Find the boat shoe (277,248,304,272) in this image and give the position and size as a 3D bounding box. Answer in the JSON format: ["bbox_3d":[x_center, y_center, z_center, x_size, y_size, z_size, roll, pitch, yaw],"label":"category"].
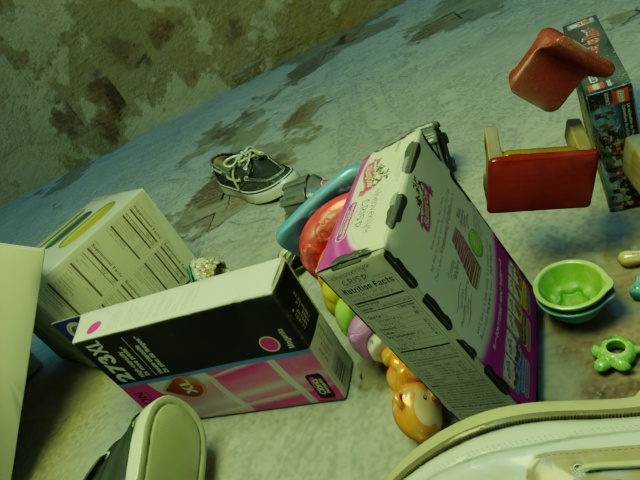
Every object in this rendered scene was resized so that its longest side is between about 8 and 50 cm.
[{"bbox_3d":[0.000,0.000,0.809,0.152,0.056,0.049,-43,36,-3],"label":"boat shoe"}]

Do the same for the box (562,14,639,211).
[{"bbox_3d":[0.359,-0.169,0.629,0.044,0.159,0.233,-13,34,28],"label":"box"}]

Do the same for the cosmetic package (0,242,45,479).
[{"bbox_3d":[-0.538,0.193,0.739,0.284,0.097,0.377,-2,80,38],"label":"cosmetic package"}]

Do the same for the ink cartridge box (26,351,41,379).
[{"bbox_3d":[-0.721,0.201,0.808,0.091,0.385,0.308,-2,40,39],"label":"ink cartridge box"}]

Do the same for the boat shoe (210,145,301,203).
[{"bbox_3d":[-0.163,-0.165,1.147,0.113,0.105,0.306,-42,31,-19],"label":"boat shoe"}]

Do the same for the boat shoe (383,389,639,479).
[{"bbox_3d":[0.178,0.173,0.320,0.302,0.113,0.103,-23,25,12],"label":"boat shoe"}]

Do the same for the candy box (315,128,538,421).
[{"bbox_3d":[0.113,0.040,0.448,0.071,0.233,0.159,-23,29,38],"label":"candy box"}]

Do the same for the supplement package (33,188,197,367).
[{"bbox_3d":[-0.411,0.066,0.923,0.199,0.198,0.263,-3,39,40],"label":"supplement package"}]

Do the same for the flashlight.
[{"bbox_3d":[0.073,-0.111,0.863,0.304,0.103,0.103,-14,7,29],"label":"flashlight"}]

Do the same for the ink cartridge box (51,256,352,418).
[{"bbox_3d":[-0.163,0.142,0.609,0.371,0.176,0.069,-15,34,26],"label":"ink cartridge box"}]

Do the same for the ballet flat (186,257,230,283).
[{"bbox_3d":[-0.167,0.089,0.795,0.077,0.091,0.241,-13,30,-14],"label":"ballet flat"}]

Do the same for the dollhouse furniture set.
[{"bbox_3d":[0.342,-0.112,0.427,0.374,0.201,0.152,-4,35,12],"label":"dollhouse furniture set"}]

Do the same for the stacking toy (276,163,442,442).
[{"bbox_3d":[0.071,0.072,0.547,0.166,0.175,0.302,-39,40,24],"label":"stacking toy"}]

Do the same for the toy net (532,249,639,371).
[{"bbox_3d":[0.330,0.029,0.470,0.232,0.045,0.122,-30,29,1],"label":"toy net"}]

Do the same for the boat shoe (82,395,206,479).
[{"bbox_3d":[-0.192,0.307,0.441,0.113,0.127,0.340,-31,36,20],"label":"boat shoe"}]
